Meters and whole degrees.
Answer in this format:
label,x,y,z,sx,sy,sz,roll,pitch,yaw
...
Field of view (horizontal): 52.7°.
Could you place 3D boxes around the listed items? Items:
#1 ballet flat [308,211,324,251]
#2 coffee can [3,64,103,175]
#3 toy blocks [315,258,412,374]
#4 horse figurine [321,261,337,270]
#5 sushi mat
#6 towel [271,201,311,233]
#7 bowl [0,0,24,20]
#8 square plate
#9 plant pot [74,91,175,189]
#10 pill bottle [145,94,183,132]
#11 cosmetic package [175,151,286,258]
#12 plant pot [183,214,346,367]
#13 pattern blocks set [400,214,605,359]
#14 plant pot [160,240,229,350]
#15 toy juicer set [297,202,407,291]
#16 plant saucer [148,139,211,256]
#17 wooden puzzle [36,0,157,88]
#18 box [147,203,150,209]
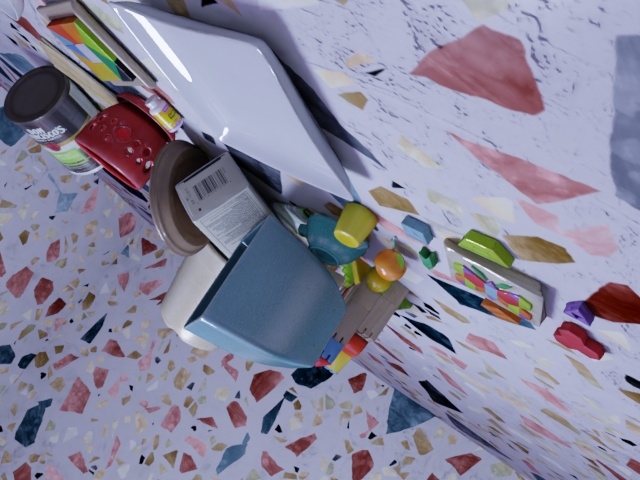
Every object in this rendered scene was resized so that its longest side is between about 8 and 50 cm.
label,x,y,z,sx,sy,sz,roll,pitch,yaw
ballet flat,0.000,0.000,1.422,0.052,0.057,0.168,20,153,12
coffee can,-0.754,-0.348,1.909,0.202,0.201,0.275,30,166,29
toy blocks,0.064,0.205,1.564,0.191,0.261,0.381,37,168,-3
horse figurine,-0.015,0.095,1.680,0.066,0.174,0.263,42,156,15
sushi mat,-0.589,-0.399,1.692,0.316,0.019,0.151,38,169,-1
towel,-0.047,-0.044,1.508,0.113,0.023,0.152,43,166,-29
bowl,-0.679,-0.539,1.349,0.142,0.053,0.142,40,167,-12
square plate,-0.123,-0.222,1.001,0.347,0.049,0.344,27,164,36
plant pot,-0.456,-0.241,1.547,0.191,0.174,0.191,34,167,9
pill bottle,-0.340,-0.277,1.404,0.043,0.043,0.083,21,161,51
cosmetic package,-0.190,-0.051,1.518,0.129,0.153,0.296,56,179,35
plant pot,-0.097,0.137,1.343,0.252,0.247,0.248,35,159,-10
pattern blocks set,0.279,0.071,1.031,0.325,0.026,0.285,26,164,42
plant pot,-0.275,0.130,1.808,0.334,0.305,0.334,33,-159,-14
toy juicer set,0.054,0.020,1.314,0.209,0.089,0.329,39,157,-20
plant saucer,-0.308,-0.101,1.530,0.041,0.277,0.278,-2,152,20
wooden puzzle,-0.463,-0.391,1.322,0.239,0.044,0.221,22,161,49
box,-0.377,-0.067,2.066,0.381,0.143,0.191,24,163,51
